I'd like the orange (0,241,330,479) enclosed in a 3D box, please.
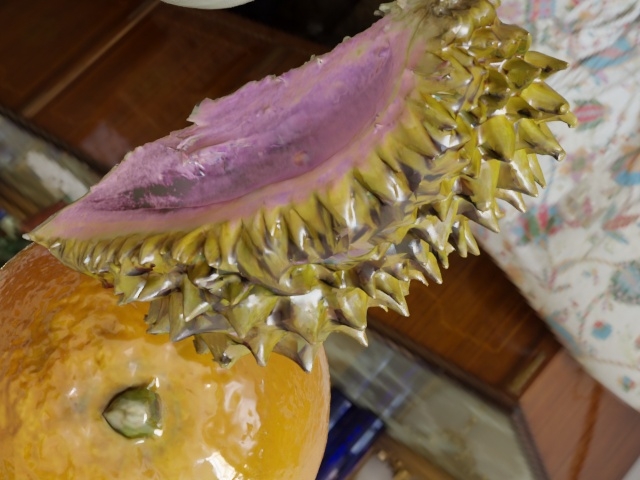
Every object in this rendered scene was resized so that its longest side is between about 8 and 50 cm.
[{"bbox_3d":[-0.142,0.127,0.864,0.312,0.312,0.312,38,162,15],"label":"orange"}]

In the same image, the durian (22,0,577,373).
[{"bbox_3d":[0.001,-0.001,0.616,0.341,0.112,0.191,-24,128,30],"label":"durian"}]

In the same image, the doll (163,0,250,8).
[{"bbox_3d":[-0.127,-0.245,0.501,0.370,0.215,0.226,26,-159,22],"label":"doll"}]
